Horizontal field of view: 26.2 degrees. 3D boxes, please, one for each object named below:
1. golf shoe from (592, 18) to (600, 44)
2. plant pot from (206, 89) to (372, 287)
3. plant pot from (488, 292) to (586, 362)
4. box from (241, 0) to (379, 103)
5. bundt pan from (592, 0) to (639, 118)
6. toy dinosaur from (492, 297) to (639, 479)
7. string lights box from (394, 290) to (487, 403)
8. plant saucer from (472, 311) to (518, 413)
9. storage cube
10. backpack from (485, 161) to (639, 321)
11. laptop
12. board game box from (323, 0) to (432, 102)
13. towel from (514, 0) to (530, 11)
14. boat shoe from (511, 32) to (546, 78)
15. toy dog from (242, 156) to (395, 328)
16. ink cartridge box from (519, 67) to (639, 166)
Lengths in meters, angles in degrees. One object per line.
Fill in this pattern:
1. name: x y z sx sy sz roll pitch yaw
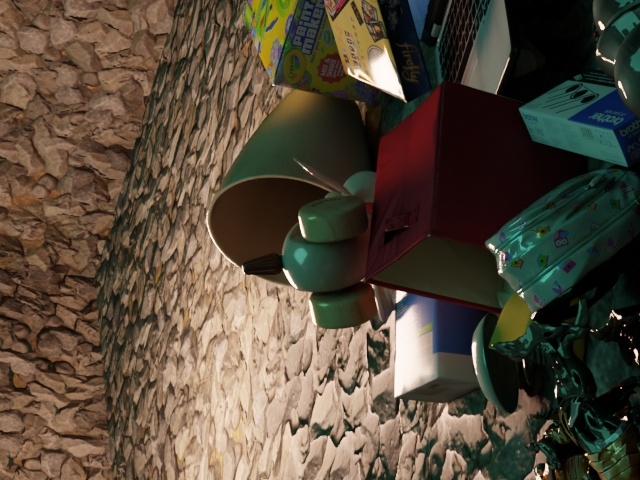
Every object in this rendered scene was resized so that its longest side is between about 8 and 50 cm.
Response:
1. golf shoe: 0.316 -0.263 1.425 0.086 0.067 0.186 -67 -29 -27
2. plant pot: -0.020 -0.109 2.158 0.256 0.256 0.274 123 166 -49
3. plant pot: 0.247 0.093 1.529 0.081 0.081 0.083 -173 98 -70
4. box: 0.016 -0.412 2.154 0.279 0.177 0.290 -112 36 -56
5. bundt pan: 0.360 -0.227 1.171 0.331 0.124 0.331 -29 53 47
6. toy dinosaur: 0.296 0.173 1.329 0.322 0.164 0.218 -35 62 40
7. string lights box: 0.155 0.070 1.789 0.133 0.076 0.260 142 133 -62
8. plant saucer: 0.200 0.144 1.596 0.021 0.119 0.119 -14 61 23
9. storage cube: 0.176 -0.045 1.590 0.183 0.215 0.193 139 141 -62
10. backpack: 0.255 0.001 1.374 0.115 0.182 0.152 51 147 13
11. laptop: 0.082 -0.307 1.760 0.382 0.236 0.408 100 167 -64
12. board game box: 0.054 -0.308 1.736 0.165 0.042 0.243 36 149 55
13. towel: 0.231 -0.418 1.853 0.199 0.031 0.275 153 123 -67
14. boat shoe: 0.241 -0.248 1.743 0.153 0.048 0.056 -109 9 -64
15. toy dog: 0.000 0.000 1.762 0.333 0.161 0.220 7 -99 -80
16. ink cartridge box: 0.300 -0.132 1.440 0.046 0.097 0.207 63 169 -19
